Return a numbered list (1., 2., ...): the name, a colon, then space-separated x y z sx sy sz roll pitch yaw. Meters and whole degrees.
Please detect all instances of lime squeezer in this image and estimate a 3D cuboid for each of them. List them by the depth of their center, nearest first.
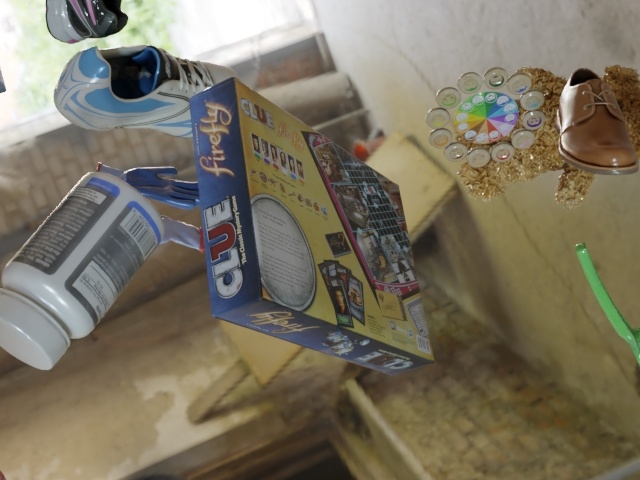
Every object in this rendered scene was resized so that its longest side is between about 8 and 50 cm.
1. lime squeezer: 0.360 0.111 1.021 0.110 0.310 0.059 -53 15 45

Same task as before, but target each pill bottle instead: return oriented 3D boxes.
1. pill bottle: -0.183 0.022 0.747 0.078 0.137 0.078 26 150 16

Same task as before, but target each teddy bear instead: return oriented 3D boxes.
1. teddy bear: 0.374 -0.176 1.676 0.113 0.338 0.245 24 -104 -57

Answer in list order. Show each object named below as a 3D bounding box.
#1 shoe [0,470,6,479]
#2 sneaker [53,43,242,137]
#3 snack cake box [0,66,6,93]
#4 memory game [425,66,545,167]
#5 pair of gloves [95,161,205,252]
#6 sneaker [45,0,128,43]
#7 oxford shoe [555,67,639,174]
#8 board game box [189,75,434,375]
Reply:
1. shoe: -0.472 0.290 1.345 0.178 0.063 0.081 -3 100 49
2. sneaker: -0.152 -0.153 1.004 0.086 0.237 0.085 -36 76 35
3. snack cake box: -0.372 -0.258 0.888 0.152 0.089 0.264 73 -179 -85
4. memory game: 0.251 -0.183 1.540 0.012 0.186 0.186 -95 -3 -46
5. pair of gloves: -0.222 -0.045 1.312 0.198 0.159 0.023 -98 24 -56
6. sneaker: -0.199 -0.270 0.932 0.072 0.077 0.178 -19 -67 -65
7. oxford shoe: 0.298 -0.132 1.112 0.212 0.076 0.076 -92 1 -61
8. board game box: 0.000 0.000 0.759 0.243 0.042 0.165 27 -132 -54
